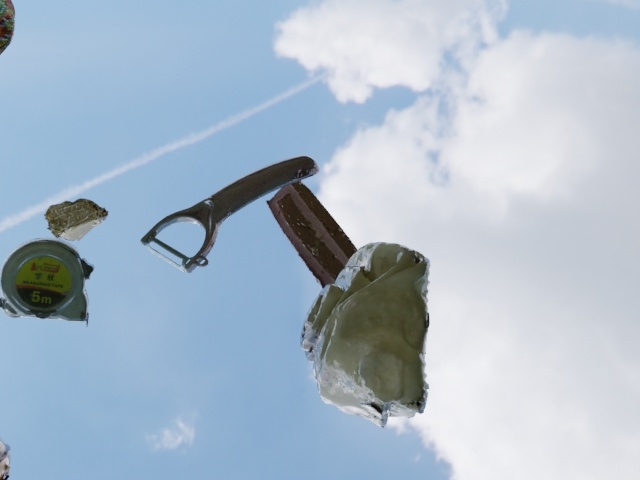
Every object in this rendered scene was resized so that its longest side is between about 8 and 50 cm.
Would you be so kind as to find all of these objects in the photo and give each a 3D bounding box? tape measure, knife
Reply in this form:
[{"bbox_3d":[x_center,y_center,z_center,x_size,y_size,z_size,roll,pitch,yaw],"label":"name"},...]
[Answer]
[{"bbox_3d":[-0.565,0.065,1.334,0.330,0.084,0.164,8,-94,-16],"label":"tape measure"},{"bbox_3d":[-0.100,-0.054,1.042,0.278,0.053,0.123,-35,-133,-31],"label":"knife"}]

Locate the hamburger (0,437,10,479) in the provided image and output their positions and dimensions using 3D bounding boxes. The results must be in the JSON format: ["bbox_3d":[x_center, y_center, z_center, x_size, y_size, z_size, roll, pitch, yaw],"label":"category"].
[{"bbox_3d":[-0.521,0.305,1.002,0.237,0.147,0.237,-5,-171,1],"label":"hamburger"}]

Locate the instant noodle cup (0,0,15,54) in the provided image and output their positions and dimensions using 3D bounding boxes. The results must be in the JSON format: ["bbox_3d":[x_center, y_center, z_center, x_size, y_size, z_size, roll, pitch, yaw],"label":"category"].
[{"bbox_3d":[-0.789,-0.517,1.635,0.251,0.251,0.190,-12,-133,-19],"label":"instant noodle cup"}]

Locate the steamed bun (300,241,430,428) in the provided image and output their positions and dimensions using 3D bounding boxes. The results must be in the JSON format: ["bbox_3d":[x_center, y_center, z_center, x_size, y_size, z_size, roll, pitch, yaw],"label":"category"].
[{"bbox_3d":[0.081,0.171,1.445,0.237,0.346,0.394,2,-155,5],"label":"steamed bun"}]

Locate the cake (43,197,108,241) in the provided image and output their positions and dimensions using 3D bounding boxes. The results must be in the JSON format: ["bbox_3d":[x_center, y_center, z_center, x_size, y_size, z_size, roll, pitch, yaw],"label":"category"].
[{"bbox_3d":[-0.554,-0.037,1.671,0.079,0.116,0.185,53,-151,-4],"label":"cake"}]

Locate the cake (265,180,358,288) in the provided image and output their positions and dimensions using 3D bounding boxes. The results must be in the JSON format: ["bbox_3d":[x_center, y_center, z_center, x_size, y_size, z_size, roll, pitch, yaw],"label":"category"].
[{"bbox_3d":[0.000,0.000,1.713,0.116,0.113,0.295,-36,-109,4],"label":"cake"}]
